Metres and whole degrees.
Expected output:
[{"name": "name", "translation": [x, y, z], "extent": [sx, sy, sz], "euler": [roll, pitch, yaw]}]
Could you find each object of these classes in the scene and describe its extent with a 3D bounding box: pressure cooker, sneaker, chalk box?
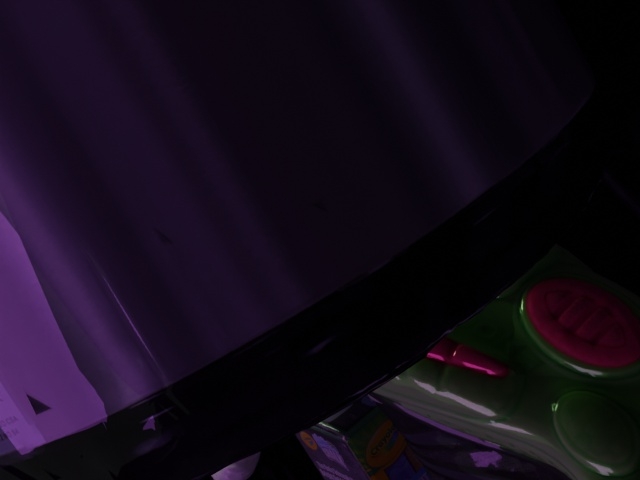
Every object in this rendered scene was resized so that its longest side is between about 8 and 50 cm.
[{"name": "pressure cooker", "translation": [-0.108, -0.132, 0.575], "extent": [0.420, 0.370, 0.375], "euler": [59, -172, -8]}, {"name": "sneaker", "translation": [0.197, 0.144, 0.724], "extent": [0.483, 0.185, 0.202], "euler": [43, 172, 43]}, {"name": "chalk box", "translation": [0.068, 0.156, 1.037], "extent": [0.213, 0.132, 0.132], "euler": [60, 160, -15]}]

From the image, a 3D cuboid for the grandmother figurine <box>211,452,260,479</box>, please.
[{"name": "grandmother figurine", "translation": [-0.199, 0.185, 1.718], "extent": [0.342, 0.104, 0.208], "euler": [53, 169, 7]}]
